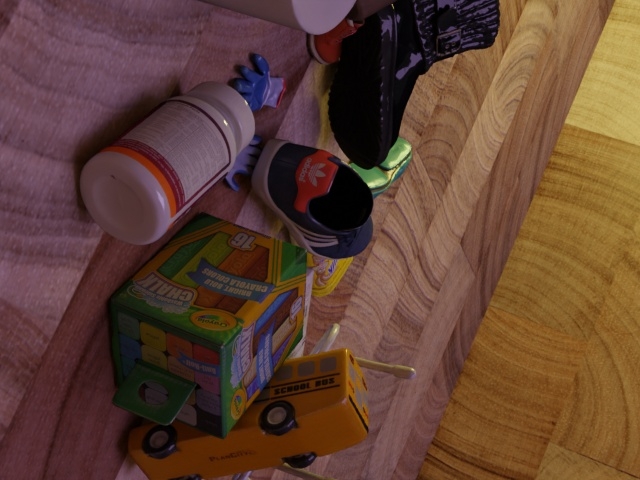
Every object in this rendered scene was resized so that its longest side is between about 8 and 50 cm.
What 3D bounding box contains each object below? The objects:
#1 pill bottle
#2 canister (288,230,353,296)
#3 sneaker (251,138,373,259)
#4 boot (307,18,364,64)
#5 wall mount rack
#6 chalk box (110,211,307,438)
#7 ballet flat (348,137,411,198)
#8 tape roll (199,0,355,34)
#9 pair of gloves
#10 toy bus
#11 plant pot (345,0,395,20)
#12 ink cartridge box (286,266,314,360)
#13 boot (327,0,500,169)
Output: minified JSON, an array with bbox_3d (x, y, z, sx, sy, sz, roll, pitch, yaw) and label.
[{"bbox_3d":[-0.177,-0.099,1.361,0.221,0.121,0.121,-49,151,-45],"label":"pill bottle"},{"bbox_3d":[0.000,0.000,1.974,0.126,0.073,0.170,-56,154,-29],"label":"canister"},{"bbox_3d":[0.031,-0.042,1.769,0.350,0.148,0.131,34,74,-59],"label":"sneaker"},{"bbox_3d":[0.027,-0.321,1.726,0.059,0.085,0.158,-59,159,-31],"label":"boot"},{"bbox_3d":[-0.006,0.284,1.751,0.350,0.130,0.304,-57,-176,-25],"label":"wall mount rack"},{"bbox_3d":[-0.163,0.127,1.526,0.289,0.180,0.179,-50,152,-45],"label":"chalk box"},{"bbox_3d":[0.094,-0.111,2.104,0.247,0.083,0.087,-40,158,-50],"label":"ballet flat"},{"bbox_3d":[-0.048,-0.384,1.352,0.246,0.169,0.246,-53,154,-39],"label":"tape roll"},{"bbox_3d":[-0.104,-0.166,1.628,0.159,0.023,0.198,2,107,-68],"label":"pair of gloves"},{"bbox_3d":[-0.104,0.258,1.634,0.108,0.333,0.130,63,19,-44],"label":"toy bus"},{"bbox_3d":[0.079,-0.436,1.574,0.229,0.263,0.263,-45,155,-9],"label":"plant pot"},{"bbox_3d":[-0.101,0.164,1.826,0.172,0.100,0.237,-43,148,-49],"label":"ink cartridge box"},{"bbox_3d":[0.159,-0.292,1.858,0.260,0.131,0.348,-26,144,-30],"label":"boot"}]
